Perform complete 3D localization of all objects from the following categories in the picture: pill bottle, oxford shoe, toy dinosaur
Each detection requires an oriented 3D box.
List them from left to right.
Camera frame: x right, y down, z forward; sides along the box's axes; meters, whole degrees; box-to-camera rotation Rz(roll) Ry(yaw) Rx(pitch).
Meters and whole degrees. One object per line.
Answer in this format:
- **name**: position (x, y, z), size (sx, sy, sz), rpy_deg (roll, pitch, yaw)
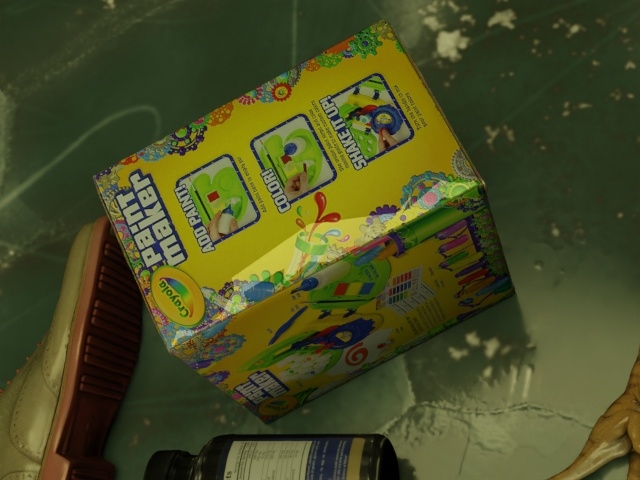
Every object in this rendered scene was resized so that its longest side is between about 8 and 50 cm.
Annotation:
- **oxford shoe**: position (-0.264, 0.138, 1.272), size (0.130, 0.123, 0.348), rpy_deg (3, 71, 20)
- **pill bottle**: position (-0.044, 0.235, 1.181), size (0.219, 0.123, 0.123), rpy_deg (-2, 71, 13)
- **toy dinosaur**: position (0.262, 0.180, 1.170), size (0.211, 0.064, 0.112), rpy_deg (-46, 49, -15)

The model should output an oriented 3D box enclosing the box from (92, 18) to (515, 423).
- **box**: position (0.000, 0.000, 1.161), size (0.279, 0.290, 0.177), rpy_deg (-28, 67, 2)
